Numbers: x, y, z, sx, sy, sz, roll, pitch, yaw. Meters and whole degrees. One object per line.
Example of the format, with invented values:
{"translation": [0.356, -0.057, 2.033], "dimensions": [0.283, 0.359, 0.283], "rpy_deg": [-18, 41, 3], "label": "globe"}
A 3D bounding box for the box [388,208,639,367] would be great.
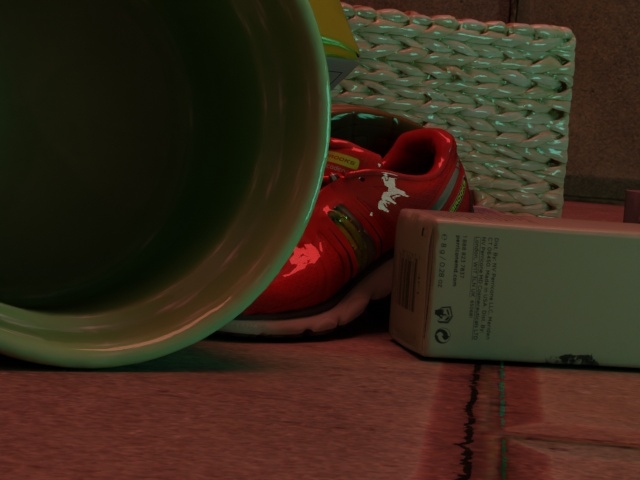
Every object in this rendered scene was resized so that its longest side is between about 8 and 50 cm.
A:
{"translation": [0.191, 0.035, 1.308], "dimensions": [0.275, 0.094, 0.113], "rpy_deg": [4, 4, -9], "label": "box"}

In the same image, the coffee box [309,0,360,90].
{"translation": [-0.233, -0.204, 1.587], "dimensions": [0.338, 0.338, 0.334], "rpy_deg": [1, -32, -42], "label": "coffee box"}

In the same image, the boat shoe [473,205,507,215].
{"translation": [0.000, 0.000, 1.580], "dimensions": [0.335, 0.121, 0.119], "rpy_deg": [14, -6, -13], "label": "boat shoe"}

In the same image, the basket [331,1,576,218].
{"translation": [0.073, -0.124, 2.164], "dimensions": [0.328, 0.266, 0.331], "rpy_deg": [4, 6, -22], "label": "basket"}

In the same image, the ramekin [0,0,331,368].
{"translation": [-0.160, -0.077, 1.152], "dimensions": [0.303, 0.303, 0.148], "rpy_deg": [2, -2, -26], "label": "ramekin"}

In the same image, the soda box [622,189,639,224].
{"translation": [0.357, 0.008, 1.792], "dimensions": [0.091, 0.098, 0.286], "rpy_deg": [4, 3, -6], "label": "soda box"}

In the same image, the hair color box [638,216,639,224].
{"translation": [0.435, -0.034, 1.466], "dimensions": [0.347, 0.105, 0.174], "rpy_deg": [-27, -17, 39], "label": "hair color box"}

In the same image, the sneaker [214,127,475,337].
{"translation": [-0.001, -0.012, 1.354], "dimensions": [0.107, 0.118, 0.279], "rpy_deg": [9, 24, 42], "label": "sneaker"}

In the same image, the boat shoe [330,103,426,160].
{"translation": [-0.048, -0.054, 1.444], "dimensions": [0.342, 0.123, 0.123], "rpy_deg": [0, 17, -36], "label": "boat shoe"}

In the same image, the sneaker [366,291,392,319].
{"translation": [0.107, 0.038, 1.448], "dimensions": [0.152, 0.054, 0.061], "rpy_deg": [6, 2, 24], "label": "sneaker"}
